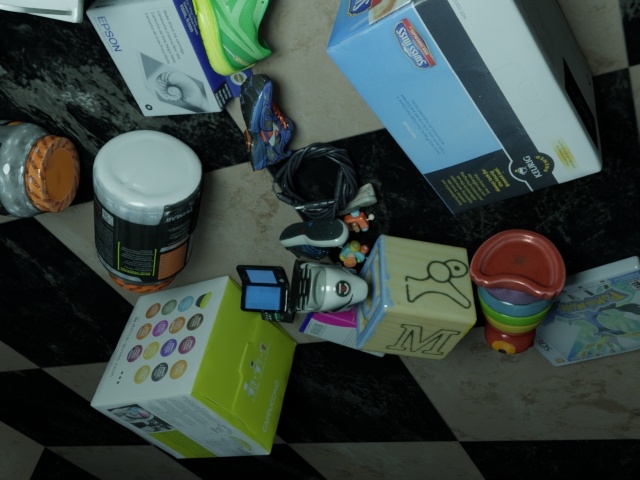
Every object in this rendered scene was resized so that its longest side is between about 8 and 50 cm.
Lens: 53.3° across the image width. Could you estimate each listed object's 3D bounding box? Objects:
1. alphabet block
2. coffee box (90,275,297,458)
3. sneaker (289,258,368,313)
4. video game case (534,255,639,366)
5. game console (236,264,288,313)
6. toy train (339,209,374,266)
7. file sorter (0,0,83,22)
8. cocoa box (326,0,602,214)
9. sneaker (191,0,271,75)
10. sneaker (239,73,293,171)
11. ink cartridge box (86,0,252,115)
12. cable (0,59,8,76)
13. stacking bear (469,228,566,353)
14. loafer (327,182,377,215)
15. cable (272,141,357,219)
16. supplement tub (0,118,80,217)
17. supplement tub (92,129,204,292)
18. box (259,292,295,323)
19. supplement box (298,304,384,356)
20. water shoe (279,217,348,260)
[{"bbox_3d":[0.195,0.124,1.359,0.197,0.192,0.193,10,144,-10],"label":"alphabet block"},{"bbox_3d":[-0.310,0.344,1.677,0.334,0.337,0.338,-14,134,29],"label":"coffee box"},{"bbox_3d":[0.014,0.107,1.388,0.146,0.122,0.330,5,-179,-12],"label":"sneaker"},{"bbox_3d":[0.614,0.175,1.445,0.329,0.036,0.300,-24,129,37],"label":"video game case"},{"bbox_3d":[-0.145,0.119,1.566,0.122,0.071,0.107,1,141,14],"label":"game console"},{"bbox_3d":[0.074,0.004,1.382,0.125,0.046,0.166,-8,137,25],"label":"toy train"},{"bbox_3d":[-0.415,-0.431,0.787,0.193,0.173,0.277,12,109,2],"label":"file sorter"},{"bbox_3d":[0.208,-0.246,0.882,0.228,0.231,0.347,-18,132,34],"label":"cocoa box"},{"bbox_3d":[-0.135,-0.389,0.932,0.123,0.109,0.295,-15,136,-8],"label":"sneaker"},{"bbox_3d":[-0.093,-0.214,1.137,0.087,0.083,0.221,-15,153,-11],"label":"sneaker"},{"bbox_3d":[-0.243,-0.313,1.081,0.224,0.045,0.223,-2,139,18],"label":"ink cartridge box"},{"bbox_3d":[-0.615,-0.340,1.053,0.139,0.072,0.287,41,170,1],"label":"cable"},{"bbox_3d":[0.404,0.132,1.336,0.175,0.164,0.289,11,138,19],"label":"stacking bear"},{"bbox_3d":[0.062,-0.081,1.293,0.125,0.039,0.045,-17,164,42],"label":"loafer"},{"bbox_3d":[-0.003,-0.112,1.240,0.150,0.047,0.184,40,129,-10],"label":"cable"},{"bbox_3d":[-0.668,-0.150,1.287,0.316,0.193,0.193,8,142,7],"label":"supplement tub"},{"bbox_3d":[-0.359,-0.045,1.317,0.207,0.207,0.338,18,141,-6],"label":"supplement tub"},{"bbox_3d":[-0.107,0.169,1.624,0.083,0.062,0.052,6,142,10],"label":"box"},{"bbox_3d":[0.075,0.185,1.553,0.220,0.114,0.111,19,141,-6],"label":"supplement box"},{"bbox_3d":[0.000,0.000,1.355,0.203,0.073,0.080,1,140,50],"label":"water shoe"}]
